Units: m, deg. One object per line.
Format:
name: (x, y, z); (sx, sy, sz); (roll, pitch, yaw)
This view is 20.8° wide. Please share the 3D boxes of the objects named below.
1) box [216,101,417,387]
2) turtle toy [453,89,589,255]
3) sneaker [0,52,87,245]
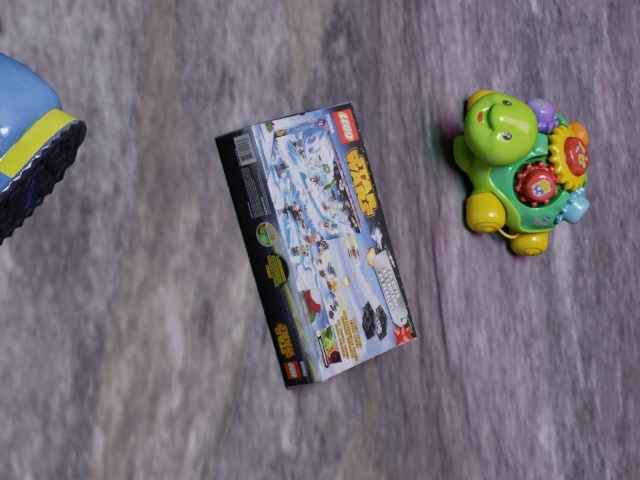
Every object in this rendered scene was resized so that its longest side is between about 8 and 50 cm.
box: (0.000, 0.000, 0.926); (0.094, 0.027, 0.137); (-18, 94, -53)
turtle toy: (0.125, -0.051, 1.077); (0.130, 0.066, 0.095); (25, 59, -47)
sneaker: (-0.181, -0.006, 0.668); (0.082, 0.069, 0.209); (38, 51, 3)
